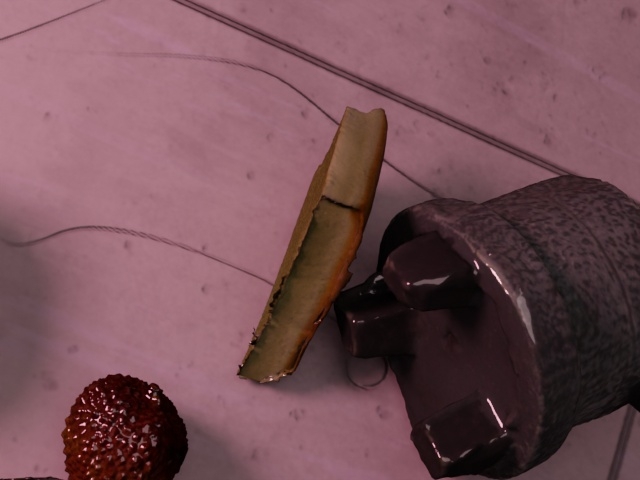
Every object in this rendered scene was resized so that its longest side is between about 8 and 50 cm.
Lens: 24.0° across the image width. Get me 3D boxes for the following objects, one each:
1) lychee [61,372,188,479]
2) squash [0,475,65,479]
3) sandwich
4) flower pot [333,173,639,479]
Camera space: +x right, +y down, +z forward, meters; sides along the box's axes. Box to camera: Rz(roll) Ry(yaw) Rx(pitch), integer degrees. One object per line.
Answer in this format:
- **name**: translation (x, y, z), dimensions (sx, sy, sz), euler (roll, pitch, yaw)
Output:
- **lychee**: translation (-0.188, 0.194, 1.424), dimensions (0.123, 0.123, 0.129), euler (39, 77, -4)
- **squash**: translation (-0.294, 0.300, 1.346), dimensions (0.237, 0.155, 0.204), euler (44, 66, -3)
- **sandwich**: translation (0.000, 0.000, 1.534), dimensions (0.063, 0.245, 0.212), euler (24, 35, -5)
- **flower pot**: translation (0.176, 0.100, 1.487), dimensions (0.282, 0.299, 0.299), euler (-16, 81, -29)
